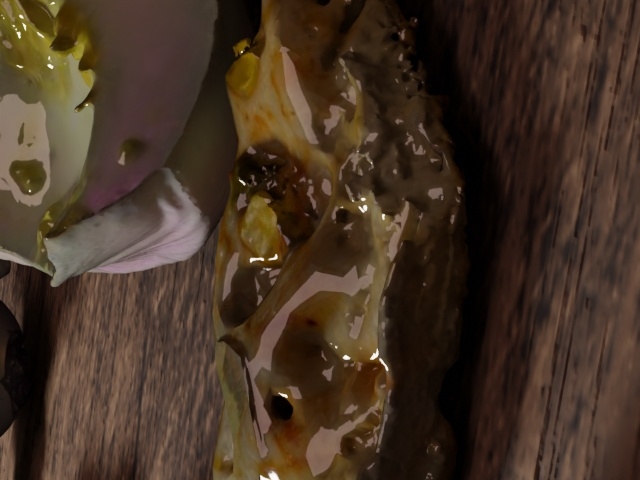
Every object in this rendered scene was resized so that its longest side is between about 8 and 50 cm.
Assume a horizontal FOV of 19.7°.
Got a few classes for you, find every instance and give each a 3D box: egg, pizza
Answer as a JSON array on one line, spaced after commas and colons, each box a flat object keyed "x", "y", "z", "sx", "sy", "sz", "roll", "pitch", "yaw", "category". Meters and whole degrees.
[{"x": -0.119, "y": -0.067, "z": 0.967, "sx": 0.271, "sy": 0.162, "sz": 0.206, "roll": 17, "pitch": 68, "yaw": 35, "category": "egg"}, {"x": 0.001, "y": 0.000, "z": 0.773, "sx": 0.189, "sy": 0.071, "sz": 0.297, "roll": -170, "pitch": 84, "yaw": -69, "category": "pizza"}]

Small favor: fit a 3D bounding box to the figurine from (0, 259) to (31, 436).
[{"x": -0.272, "y": 0.157, "z": 1.367, "sx": 0.194, "sy": 0.133, "sz": 0.274, "roll": 132, "pitch": 128, "yaw": -74, "category": "figurine"}]
